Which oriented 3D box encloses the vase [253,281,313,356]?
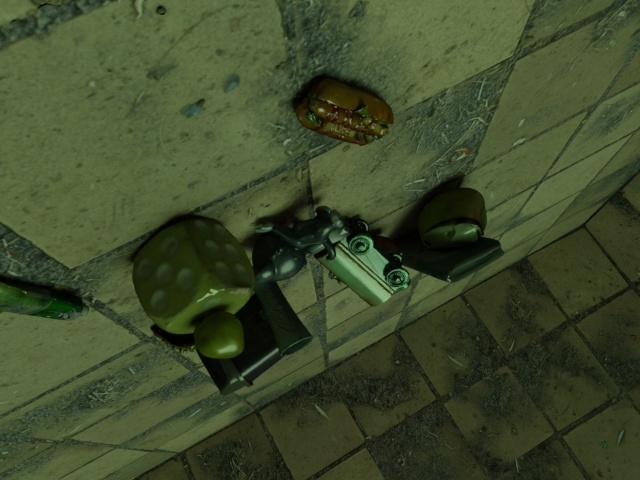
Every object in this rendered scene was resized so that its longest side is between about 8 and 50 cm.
[{"bbox_3d":[-0.111,0.186,1.422,0.096,0.219,0.096,-26,159,-11],"label":"vase"}]

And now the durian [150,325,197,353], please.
[{"bbox_3d":[-0.321,0.238,1.397,0.187,0.119,0.108,-30,156,-8],"label":"durian"}]

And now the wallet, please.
[{"bbox_3d":[0.381,0.035,1.700,0.252,0.083,0.360,-22,-161,-20],"label":"wallet"}]

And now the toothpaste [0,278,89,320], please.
[{"bbox_3d":[-0.506,0.109,0.955,0.078,0.047,0.248,-36,157,7],"label":"toothpaste"}]

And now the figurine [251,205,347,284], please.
[{"bbox_3d":[-0.046,0.008,1.230,0.265,0.140,0.193,-14,-174,23],"label":"figurine"}]

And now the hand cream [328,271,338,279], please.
[{"bbox_3d":[0.105,0.089,1.749,0.257,0.050,0.084,-11,155,-50],"label":"hand cream"}]

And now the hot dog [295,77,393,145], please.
[{"bbox_3d":[0.058,-0.214,0.948,0.104,0.076,0.250,-42,155,25],"label":"hot dog"}]

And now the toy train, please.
[{"bbox_3d":[0.116,0.066,1.468,0.177,0.116,0.285,-39,118,19],"label":"toy train"}]

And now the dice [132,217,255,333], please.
[{"bbox_3d":[-0.243,0.070,1.047,0.169,0.169,0.166,-39,159,19],"label":"dice"}]

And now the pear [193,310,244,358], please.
[{"bbox_3d":[-0.188,0.181,1.009,0.092,0.097,0.092,-40,-169,9],"label":"pear"}]

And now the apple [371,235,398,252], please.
[{"bbox_3d":[0.164,0.057,1.617,0.120,0.153,0.153,24,135,-16],"label":"apple"}]

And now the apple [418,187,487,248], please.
[{"bbox_3d":[0.393,-0.067,1.612,0.188,0.173,0.207,-5,-172,31],"label":"apple"}]

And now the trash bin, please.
[{"bbox_3d":[-0.206,0.293,1.568,0.290,0.209,0.182,-34,159,-9],"label":"trash bin"}]

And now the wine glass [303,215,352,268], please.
[{"bbox_3d":[0.000,0.000,1.361,0.155,0.072,0.072,-37,159,15],"label":"wine glass"}]
